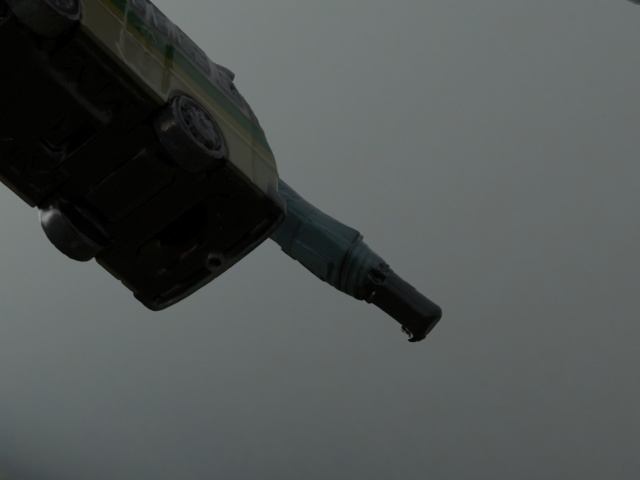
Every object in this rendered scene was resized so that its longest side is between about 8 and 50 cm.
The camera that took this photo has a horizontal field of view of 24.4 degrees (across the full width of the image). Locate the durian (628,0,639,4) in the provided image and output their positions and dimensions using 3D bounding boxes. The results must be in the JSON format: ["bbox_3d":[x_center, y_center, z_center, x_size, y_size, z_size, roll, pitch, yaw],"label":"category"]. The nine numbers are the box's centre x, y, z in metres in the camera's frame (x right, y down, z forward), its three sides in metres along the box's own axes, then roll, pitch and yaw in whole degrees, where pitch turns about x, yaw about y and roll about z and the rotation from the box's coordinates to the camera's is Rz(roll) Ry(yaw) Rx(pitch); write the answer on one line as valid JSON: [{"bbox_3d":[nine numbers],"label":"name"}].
[{"bbox_3d":[0.166,-0.171,0.649,0.101,0.250,0.139,-10,-71,42],"label":"durian"}]

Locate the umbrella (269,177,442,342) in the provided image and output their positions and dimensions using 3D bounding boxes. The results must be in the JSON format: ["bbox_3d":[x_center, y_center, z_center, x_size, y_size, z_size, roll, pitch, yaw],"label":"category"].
[{"bbox_3d":[0.001,-0.002,1.281,0.250,0.052,0.053,36,-36,18],"label":"umbrella"}]

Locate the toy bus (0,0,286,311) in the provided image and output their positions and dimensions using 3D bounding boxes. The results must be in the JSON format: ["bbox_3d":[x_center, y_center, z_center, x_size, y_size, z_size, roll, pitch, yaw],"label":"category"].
[{"bbox_3d":[-0.171,-0.110,1.068,0.143,0.179,0.305,-36,-61,21],"label":"toy bus"}]
